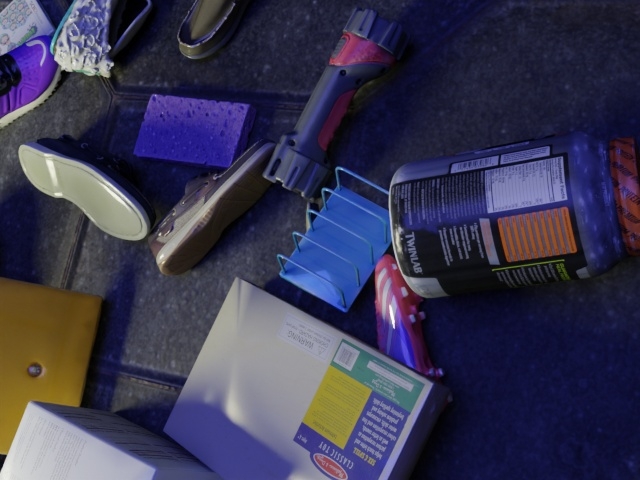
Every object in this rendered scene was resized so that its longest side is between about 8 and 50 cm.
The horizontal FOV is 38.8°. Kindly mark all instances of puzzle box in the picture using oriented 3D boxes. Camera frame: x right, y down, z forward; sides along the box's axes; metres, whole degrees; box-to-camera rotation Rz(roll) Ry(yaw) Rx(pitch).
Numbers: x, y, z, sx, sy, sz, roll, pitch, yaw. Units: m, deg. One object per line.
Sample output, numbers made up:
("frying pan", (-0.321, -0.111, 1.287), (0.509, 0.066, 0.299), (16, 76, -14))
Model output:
("puzzle box", (-0.037, 0.246, 1.297), (0.409, 0.052, 0.272), (25, 88, 41))

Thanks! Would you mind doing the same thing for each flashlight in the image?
("flashlight", (0.030, -0.210, 1.425), (0.103, 0.103, 0.304), (28, 93, 24))

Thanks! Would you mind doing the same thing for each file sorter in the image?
("file sorter", (0.030, -0.004, 1.323), (0.118, 0.104, 0.170), (30, 75, 14))

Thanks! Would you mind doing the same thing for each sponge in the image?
("sponge", (-0.219, -0.186, 1.567), (0.210, 0.031, 0.117), (10, 80, 28))

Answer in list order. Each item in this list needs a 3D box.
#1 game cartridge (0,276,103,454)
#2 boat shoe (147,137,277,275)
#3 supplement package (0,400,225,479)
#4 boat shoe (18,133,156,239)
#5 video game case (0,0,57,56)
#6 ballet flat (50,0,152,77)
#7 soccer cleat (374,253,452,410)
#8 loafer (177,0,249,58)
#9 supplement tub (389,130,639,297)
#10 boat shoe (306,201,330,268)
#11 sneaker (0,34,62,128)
("game cartridge", (-0.549, 0.200, 1.500), (0.324, 0.053, 0.285), (12, 79, -10))
("boat shoe", (-0.178, -0.068, 1.477), (0.285, 0.103, 0.092), (-47, 67, 13))
("supplement package", (-0.316, 0.385, 1.355), (0.263, 0.198, 0.199), (17, 84, 30))
("boat shoe", (-0.382, -0.106, 1.580), (0.340, 0.113, 0.127), (21, 130, 37))
("video game case", (-0.611, -0.411, 1.820), (0.157, 0.019, 0.143), (-40, 63, 10))
("ballet flat", (-0.359, -0.486, 1.680), (0.147, 0.147, 0.408), (23, 89, 28))
("soccer cleat", (0.109, 0.140, 1.297), (0.095, 0.083, 0.248), (-25, 69, 22))
("loafer", (-0.174, -0.433, 1.582), (0.094, 0.087, 0.251), (36, 93, 29))
("supplement tub", (0.266, -0.035, 1.205), (0.316, 0.193, 0.193), (-8, 72, 22))
("boat shoe", (0.000, 0.001, 1.407), (0.042, 0.049, 0.133), (-6, 65, -6))
("sneaker", (-0.622, -0.288, 1.711), (0.293, 0.146, 0.102), (-36, 73, 14))
